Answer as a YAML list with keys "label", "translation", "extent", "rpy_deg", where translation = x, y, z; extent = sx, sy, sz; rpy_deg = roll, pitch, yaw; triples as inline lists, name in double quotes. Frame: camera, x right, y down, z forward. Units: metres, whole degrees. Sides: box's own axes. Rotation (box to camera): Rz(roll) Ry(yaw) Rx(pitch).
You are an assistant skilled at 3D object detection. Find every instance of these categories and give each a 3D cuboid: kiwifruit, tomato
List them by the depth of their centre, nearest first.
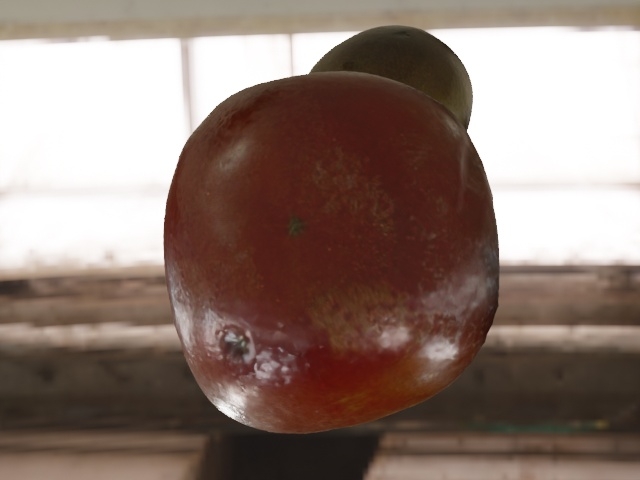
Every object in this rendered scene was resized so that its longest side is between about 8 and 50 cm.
- label: "tomato"
  translation: [-0.009, 0.000, 1.622]
  extent: [0.338, 0.338, 0.144]
  rpy_deg: [2, 174, 19]
- label: "kiwifruit"
  translation: [0.082, -0.159, 2.218]
  extent: [0.196, 0.196, 0.234]
  rpy_deg: [5, -163, 28]
